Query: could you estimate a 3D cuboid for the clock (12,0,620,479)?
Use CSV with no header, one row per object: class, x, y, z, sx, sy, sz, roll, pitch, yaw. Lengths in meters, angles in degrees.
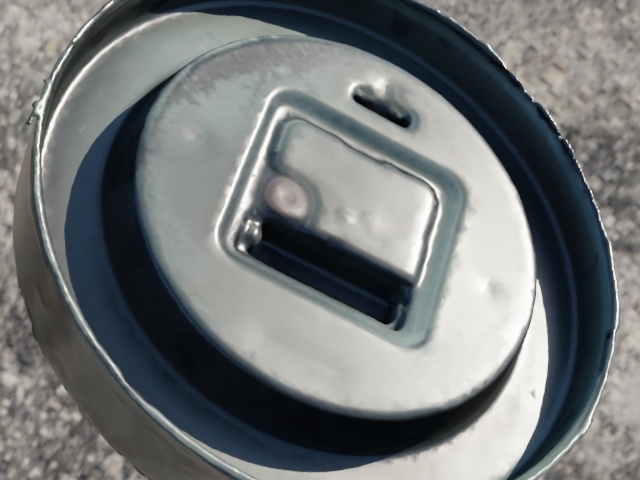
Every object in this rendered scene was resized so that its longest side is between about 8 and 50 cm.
clock,0.001,0.000,0.745,0.313,0.061,0.312,13,56,-21
